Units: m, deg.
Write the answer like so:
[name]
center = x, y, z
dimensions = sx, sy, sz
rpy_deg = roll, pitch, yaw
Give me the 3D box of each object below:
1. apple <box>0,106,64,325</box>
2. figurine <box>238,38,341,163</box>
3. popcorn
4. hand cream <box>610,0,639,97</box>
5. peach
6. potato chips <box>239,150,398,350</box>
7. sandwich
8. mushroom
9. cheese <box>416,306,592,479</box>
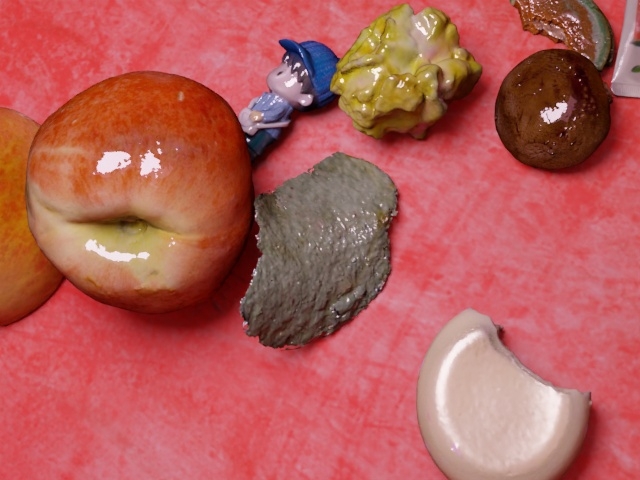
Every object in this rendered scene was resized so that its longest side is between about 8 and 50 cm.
[apple]
center = -0.408, -0.052, 0.958
dimensions = 0.293, 0.163, 0.251
rpy_deg = 15, 78, 11
[figurine]
center = -0.039, -0.148, 0.970
dimensions = 0.087, 0.086, 0.149
rpy_deg = 37, 93, -18
[popcorn]
center = 0.085, -0.167, 0.932
dimensions = 0.145, 0.126, 0.126
rpy_deg = -36, 78, -28
[hand cream]
center = 0.354, -0.261, 0.960
dimensions = 0.080, 0.050, 0.234
rpy_deg = 6, 81, 7
[peach]
center = -0.173, -0.055, 0.901
dimensions = 0.232, 0.257, 0.232
rpy_deg = 0, 115, -1
[potato chips]
center = -0.003, 0.001, 0.909
dimensions = 0.167, 0.059, 0.228
rpy_deg = 20, 70, -28
[sandwich]
center = 0.261, -0.235, 0.971
dimensions = 0.135, 0.029, 0.067
rpy_deg = 42, 84, 18
[mushroom]
center = 0.234, -0.131, 0.928
dimensions = 0.127, 0.087, 0.127
rpy_deg = -10, 72, 31
[cheese]
center = 0.147, 0.197, 0.844
dimensions = 0.163, 0.071, 0.249
rpy_deg = 22, 79, 14
